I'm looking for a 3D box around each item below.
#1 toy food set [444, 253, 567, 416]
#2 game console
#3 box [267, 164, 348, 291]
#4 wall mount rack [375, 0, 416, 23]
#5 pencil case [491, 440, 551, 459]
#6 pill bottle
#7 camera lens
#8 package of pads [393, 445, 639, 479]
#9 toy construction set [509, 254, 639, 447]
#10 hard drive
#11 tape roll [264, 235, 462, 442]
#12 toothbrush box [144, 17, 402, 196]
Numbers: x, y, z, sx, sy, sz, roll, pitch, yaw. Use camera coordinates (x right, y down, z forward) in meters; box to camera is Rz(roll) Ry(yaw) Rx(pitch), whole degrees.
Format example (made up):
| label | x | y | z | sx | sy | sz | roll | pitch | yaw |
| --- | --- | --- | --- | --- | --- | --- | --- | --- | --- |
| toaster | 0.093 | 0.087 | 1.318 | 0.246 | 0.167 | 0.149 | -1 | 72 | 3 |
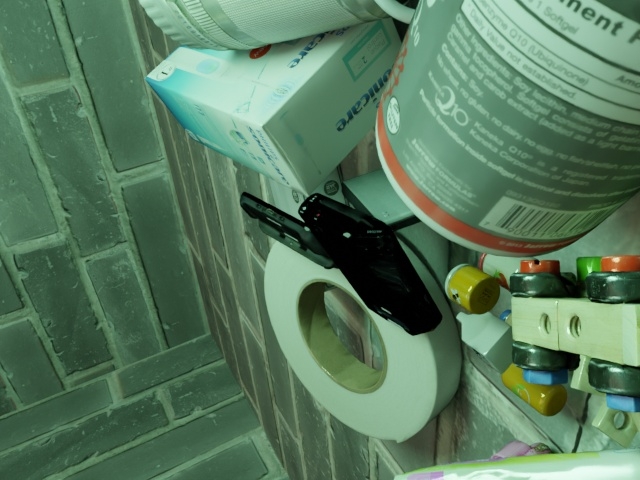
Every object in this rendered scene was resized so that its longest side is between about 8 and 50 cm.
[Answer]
| label | x | y | z | sx | sy | sz | roll | pitch | yaw |
| --- | --- | --- | --- | --- | --- | --- | --- | --- | --- |
| toy food set | 0.198 | 0.080 | 0.649 | 0.232 | 0.111 | 0.104 | 45 | 175 | -32 |
| game console | 0.000 | 0.000 | 0.820 | 0.361 | 0.044 | 0.213 | 28 | 160 | 46 |
| box | -0.019 | -0.064 | 1.130 | 0.169 | 0.087 | 0.290 | 23 | 130 | 63 |
| wall mount rack | 0.027 | -0.332 | 0.418 | 0.130 | 0.304 | 0.350 | -147 | 44 | -75 |
| pencil case | 0.306 | 0.407 | 0.642 | 0.167 | 0.160 | 0.386 | -53 | 44 | 13 |
| pill bottle | 0.175 | -0.154 | 0.366 | 0.210 | 0.210 | 0.363 | 62 | 158 | 20 |
| camera lens | -0.042 | -0.324 | 0.629 | 0.274 | 0.219 | 0.219 | -1 | 112 | 31 |
| package of pads | 0.216 | 0.326 | 0.578 | 0.296 | 0.101 | 0.229 | -19 | 59 | 33 |
| toy construction set | 0.260 | 0.068 | 0.408 | 0.328 | 0.215 | 0.151 | 115 | 154 | -70 |
| hard drive | 0.107 | -0.059 | 0.738 | 0.094 | 0.135 | 0.022 | 51 | 152 | 40 |
| tape roll | 0.054 | 0.146 | 1.001 | 0.392 | 0.072 | 0.392 | 27 | 129 | 39 |
| toothbrush box | -0.060 | -0.212 | 0.796 | 0.295 | 0.216 | 0.126 | 31 | 163 | 43 |
